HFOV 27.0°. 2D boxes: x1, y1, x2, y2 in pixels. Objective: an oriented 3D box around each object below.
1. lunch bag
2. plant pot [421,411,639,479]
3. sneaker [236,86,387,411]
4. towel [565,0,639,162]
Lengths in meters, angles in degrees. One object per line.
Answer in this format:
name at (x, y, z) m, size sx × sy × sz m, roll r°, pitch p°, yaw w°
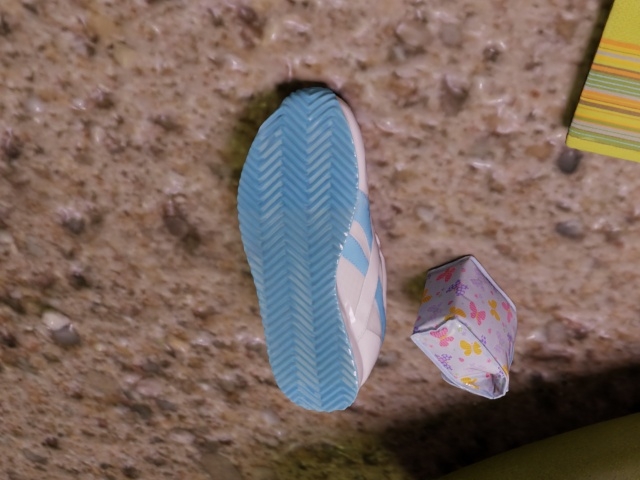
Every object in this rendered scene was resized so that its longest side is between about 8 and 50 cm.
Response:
lunch bag at (0.109, 0.066, 0.962) m, size 0.053 × 0.071 × 0.083 m, roll -26°, pitch 120°, yaw 36°
plant pot at (0.234, 0.281, 0.960) m, size 0.353 × 0.366 × 0.366 m, roll -36°, pitch 114°, yaw 29°
sneaker at (0.000, 0.000, 0.932) m, size 0.087 × 0.092 × 0.229 m, roll 6°, pitch 115°, yaw 18°
towel at (0.219, -0.136, 0.764) m, size 0.102 × 0.021 × 0.237 m, roll 12°, pitch 135°, yaw 1°
